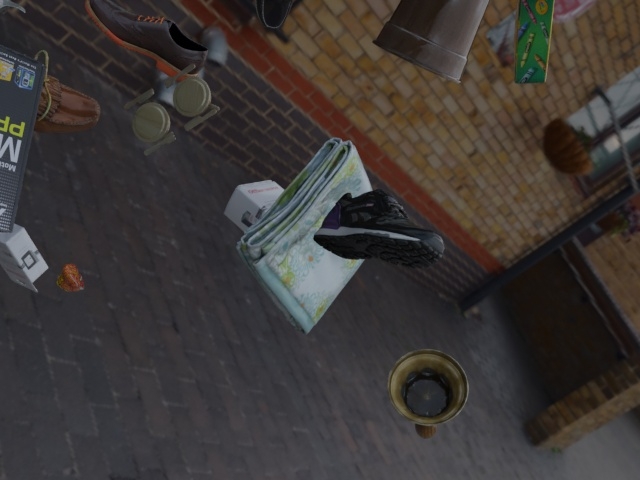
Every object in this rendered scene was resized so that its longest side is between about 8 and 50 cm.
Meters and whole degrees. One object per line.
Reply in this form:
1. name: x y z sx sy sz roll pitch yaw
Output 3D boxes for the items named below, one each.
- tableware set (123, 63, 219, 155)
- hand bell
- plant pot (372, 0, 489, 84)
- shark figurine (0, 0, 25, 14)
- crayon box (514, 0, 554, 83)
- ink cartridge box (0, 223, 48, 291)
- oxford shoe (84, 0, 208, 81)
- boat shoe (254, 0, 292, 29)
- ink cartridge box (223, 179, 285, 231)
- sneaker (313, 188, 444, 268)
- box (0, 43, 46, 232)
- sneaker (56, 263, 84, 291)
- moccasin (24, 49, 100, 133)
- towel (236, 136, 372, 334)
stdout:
1. tableware set: -0.312 -0.274 1.562 0.128 0.194 0.039 65 14 11
2. hand bell: 0.178 0.289 1.246 0.242 0.126 0.126 80 -16 -58
3. plant pot: 0.194 -0.367 1.205 0.167 0.165 0.167 22 19 -8
4. shark figurine: -0.771 -0.537 1.750 0.116 0.166 0.278 14 46 -13
5. crayon box: 0.525 -0.547 1.815 0.278 0.081 0.165 74 21 -53
6. ink cartridge box: -0.735 0.035 1.781 0.104 0.060 0.180 19 -37 26
7. oxford shoe: -0.364 -0.449 1.561 0.271 0.098 0.097 30 38 -20
8. boat shoe: -0.102 -0.651 1.823 0.103 0.285 0.092 6 40 -16
9. ink cartridge box: -0.107 -0.047 1.819 0.218 0.092 0.159 42 29 20
10. sneaker: 0.103 -0.036 1.242 0.107 0.124 0.283 37 -18 -35
11. box: -0.451 -0.139 0.799 0.270 0.060 0.216 20 75 -51
12. sneaker: -0.697 0.111 2.031 0.175 0.067 0.064 117 -41 -67
13. moccasin: -0.678 -0.353 1.649 0.380 0.147 0.139 25 54 -27
14. towel: 0.000 0.000 1.551 0.090 0.320 0.374 33 -16 30
